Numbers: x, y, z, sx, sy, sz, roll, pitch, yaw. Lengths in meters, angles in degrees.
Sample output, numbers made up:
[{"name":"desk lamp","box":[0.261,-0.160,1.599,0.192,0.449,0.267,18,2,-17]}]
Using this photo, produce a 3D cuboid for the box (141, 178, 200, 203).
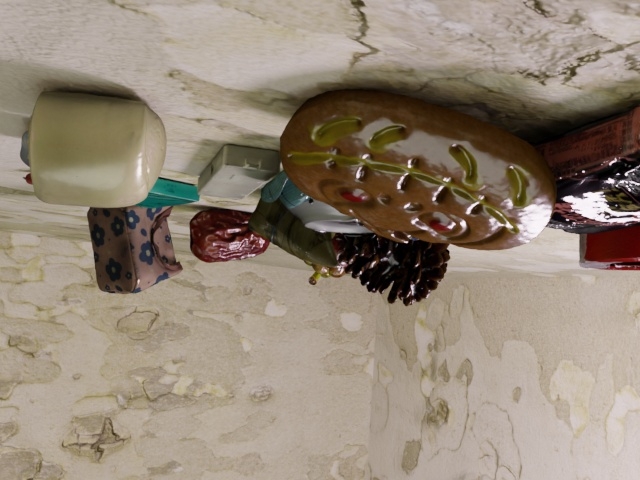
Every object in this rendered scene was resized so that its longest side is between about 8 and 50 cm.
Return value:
[{"name":"box","box":[-0.409,-0.112,1.744,0.161,0.042,0.226,8,172,-39]}]

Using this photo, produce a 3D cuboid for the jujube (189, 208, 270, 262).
[{"name":"jujube","box":[-0.257,-0.014,2.072,0.230,0.155,0.155,-3,177,-27]}]

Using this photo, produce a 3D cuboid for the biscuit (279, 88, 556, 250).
[{"name":"biscuit","box":[0.132,-0.073,1.065,0.394,0.070,0.350,15,155,3]}]

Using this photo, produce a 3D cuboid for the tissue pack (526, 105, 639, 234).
[{"name":"tissue pack","box":[0.417,-0.097,1.080,0.245,0.123,0.332,14,167,-23]}]

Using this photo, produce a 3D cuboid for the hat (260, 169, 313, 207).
[{"name":"hat","box":[-0.034,-0.100,1.332,0.138,0.078,0.191,-26,-179,-18]}]

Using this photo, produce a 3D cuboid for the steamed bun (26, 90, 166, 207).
[{"name":"steamed bun","box":[-0.337,-0.126,1.118,0.200,0.154,0.250,6,176,-12]}]

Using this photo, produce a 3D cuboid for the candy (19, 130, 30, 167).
[{"name":"candy","box":[-0.459,-0.153,1.311,0.138,0.071,0.174,7,173,-23]}]

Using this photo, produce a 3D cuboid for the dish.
[{"name":"dish","box":[0.051,-0.069,1.560,0.317,0.106,0.316,4,173,1]}]

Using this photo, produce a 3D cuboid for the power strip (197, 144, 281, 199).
[{"name":"power strip","box":[-0.172,-0.128,1.468,0.106,0.043,0.367,7,172,-17]}]

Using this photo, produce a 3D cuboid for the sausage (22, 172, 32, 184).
[{"name":"sausage","box":[-0.573,-0.137,1.685,0.223,0.029,0.029,3,173,6]}]

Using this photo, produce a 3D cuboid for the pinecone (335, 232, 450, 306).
[{"name":"pinecone","box":[0.175,0.038,1.875,0.292,0.246,0.246,17,170,-15]}]

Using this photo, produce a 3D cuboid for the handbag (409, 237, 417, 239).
[{"name":"handbag","box":[0.228,-0.062,1.375,0.260,0.113,0.162,-10,171,6]}]

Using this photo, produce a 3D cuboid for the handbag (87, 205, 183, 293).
[{"name":"handbag","box":[-0.487,0.006,1.965,0.190,0.251,0.193,-1,-172,36]}]

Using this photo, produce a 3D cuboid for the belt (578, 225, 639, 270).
[{"name":"belt","box":[0.759,0.006,1.745,0.324,0.115,0.227,-4,167,41]}]

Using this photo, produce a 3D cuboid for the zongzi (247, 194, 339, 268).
[{"name":"zongzi","box":[0.000,0.000,1.744,0.274,0.125,0.251,33,-167,30]}]

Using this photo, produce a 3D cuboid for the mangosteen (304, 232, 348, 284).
[{"name":"mangosteen","box":[0.030,0.059,2.313,0.156,0.181,0.146,22,-176,36]}]
